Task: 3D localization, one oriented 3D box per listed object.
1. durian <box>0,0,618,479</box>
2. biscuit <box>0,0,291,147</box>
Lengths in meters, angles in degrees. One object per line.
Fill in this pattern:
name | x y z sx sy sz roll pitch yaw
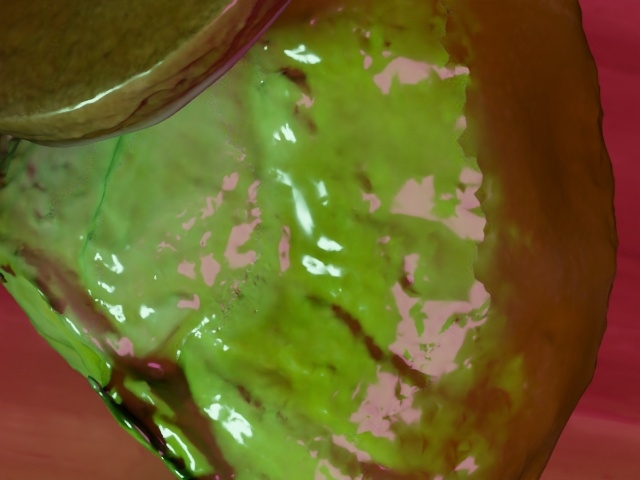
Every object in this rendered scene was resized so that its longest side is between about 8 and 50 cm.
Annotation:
durian | 0.000 0.000 0.763 0.256 0.204 0.339 34 96 -15
biscuit | -0.067 -0.119 0.689 0.208 0.181 0.049 -16 152 29
